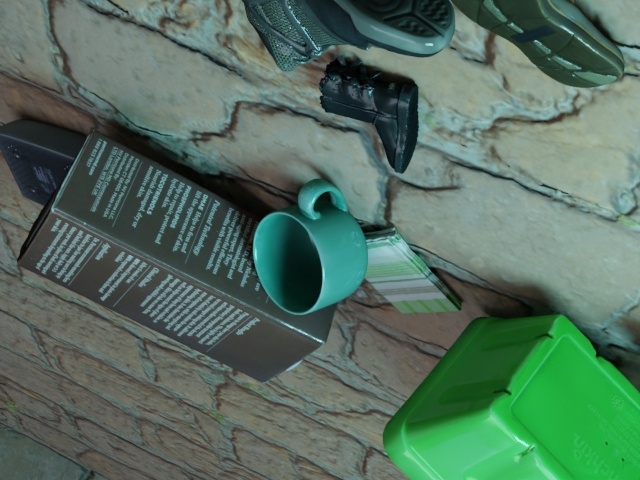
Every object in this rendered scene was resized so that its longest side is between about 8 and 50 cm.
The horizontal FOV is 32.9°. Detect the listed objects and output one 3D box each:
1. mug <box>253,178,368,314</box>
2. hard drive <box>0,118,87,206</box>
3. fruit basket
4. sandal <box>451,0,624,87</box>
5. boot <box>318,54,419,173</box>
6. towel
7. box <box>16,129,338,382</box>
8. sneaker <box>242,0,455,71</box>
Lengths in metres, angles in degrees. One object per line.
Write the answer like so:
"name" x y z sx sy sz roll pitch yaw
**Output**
"mug" 0.002 0.009 1.309 0.158 0.097 0.129 -41 73 48
"hard drive" -0.327 -0.082 1.534 0.255 0.054 0.172 20 150 17
"fruit basket" 0.262 0.282 1.334 0.392 0.283 0.392 29 144 24
"sandal" 0.175 -0.201 0.885 0.219 0.060 0.090 30 161 -29
"boot" 0.049 -0.130 1.119 0.099 0.045 0.121 18 142 18
"towel" 0.098 0.040 1.372 0.113 0.023 0.152 -5 138 50
"box" -0.177 0.030 1.417 0.381 0.143 0.191 30 147 -15
"sneaker" 0.020 -0.204 0.990 0.228 0.087 0.130 23 152 20
